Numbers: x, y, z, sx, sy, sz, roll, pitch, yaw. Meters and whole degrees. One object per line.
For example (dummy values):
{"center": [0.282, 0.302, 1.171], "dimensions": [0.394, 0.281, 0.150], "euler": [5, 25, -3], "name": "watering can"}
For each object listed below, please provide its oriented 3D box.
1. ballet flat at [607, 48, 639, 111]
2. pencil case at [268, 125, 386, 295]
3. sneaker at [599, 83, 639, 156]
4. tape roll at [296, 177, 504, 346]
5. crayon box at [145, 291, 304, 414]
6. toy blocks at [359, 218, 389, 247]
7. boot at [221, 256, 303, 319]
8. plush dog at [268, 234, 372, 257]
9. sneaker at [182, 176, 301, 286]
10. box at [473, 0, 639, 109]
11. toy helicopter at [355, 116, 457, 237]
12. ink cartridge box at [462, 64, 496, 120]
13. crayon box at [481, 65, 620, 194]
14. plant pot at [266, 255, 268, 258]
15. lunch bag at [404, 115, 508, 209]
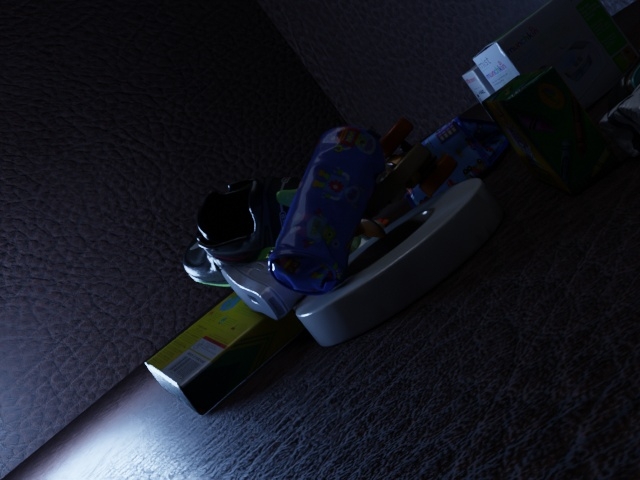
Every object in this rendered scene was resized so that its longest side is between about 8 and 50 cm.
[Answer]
{"center": [0.561, -0.296, 1.279], "dimensions": [0.280, 0.095, 0.096], "euler": [-39, -7, -23], "name": "ballet flat"}
{"center": [0.019, -0.054, 1.297], "dimensions": [0.119, 0.133, 0.306], "euler": [108, -177, -59], "name": "pencil case"}
{"center": [0.445, -0.178, 0.945], "dimensions": [0.153, 0.094, 0.235], "euler": [-45, -6, 6], "name": "sneaker"}
{"center": [0.130, 0.034, 1.318], "dimensions": [0.392, 0.072, 0.392], "euler": [-36, 6, 4], "name": "tape roll"}
{"center": [-0.174, 0.195, 1.557], "dimensions": [0.318, 0.081, 0.202], "euler": [-39, 23, -21], "name": "crayon box"}
{"center": [0.124, -0.020, 1.932], "dimensions": [0.123, 0.054, 0.148], "euler": [-34, 6, 39], "name": "toy blocks"}
{"center": [-0.093, 0.071, 1.490], "dimensions": [0.123, 0.095, 0.258], "euler": [-39, 27, -17], "name": "boot"}
{"center": [0.000, 0.000, 1.812], "dimensions": [0.263, 0.210, 0.225], "euler": [-22, -5, -24], "name": "plush dog"}
{"center": [-0.177, -0.035, 1.600], "dimensions": [0.483, 0.202, 0.185], "euler": [-30, 52, 51], "name": "sneaker"}
{"center": [0.505, -0.385, 1.657], "dimensions": [0.262, 0.231, 0.127], "euler": [-37, 5, -13], "name": "box"}
{"center": [0.093, -0.056, 1.496], "dimensions": [0.235, 0.140, 0.355], "euler": [-51, 2, -39], "name": "toy helicopter"}
{"center": [0.455, -0.363, 1.945], "dimensions": [0.086, 0.203, 0.148], "euler": [-37, 5, 4], "name": "ink cartridge box"}
{"center": [0.341, -0.170, 1.185], "dimensions": [0.081, 0.165, 0.278], "euler": [-36, 5, 9], "name": "crayon box"}
{"center": [-0.123, 0.035, 2.139], "dimensions": [0.227, 0.207, 0.228], "euler": [-31, 16, 48], "name": "plant pot"}
{"center": [0.328, -0.198, 1.863], "dimensions": [0.221, 0.138, 0.293], "euler": [-37, -5, 32], "name": "lunch bag"}
